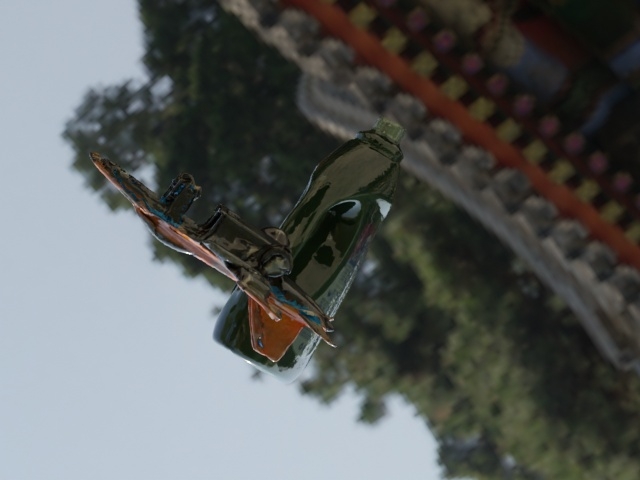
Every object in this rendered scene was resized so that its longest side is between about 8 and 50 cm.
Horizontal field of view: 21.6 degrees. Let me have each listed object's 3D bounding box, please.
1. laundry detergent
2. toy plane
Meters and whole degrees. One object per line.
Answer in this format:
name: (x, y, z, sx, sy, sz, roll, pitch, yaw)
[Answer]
laundry detergent: (0.000, 0.000, 1.240, 0.063, 0.211, 0.137, 30, 177, 20)
toy plane: (-0.062, -0.001, 1.050, 0.188, 0.062, 0.135, 48, -174, -6)
